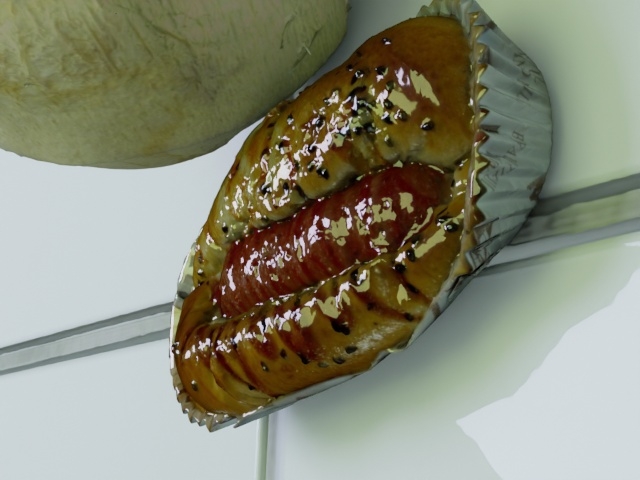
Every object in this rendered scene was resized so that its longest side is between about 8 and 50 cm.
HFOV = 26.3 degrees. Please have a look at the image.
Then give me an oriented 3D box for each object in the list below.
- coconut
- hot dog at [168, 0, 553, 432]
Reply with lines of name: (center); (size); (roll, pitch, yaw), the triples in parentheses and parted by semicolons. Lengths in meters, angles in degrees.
coconut: (-0.078, -0.123, 0.475); (0.194, 0.194, 0.194); (-24, 61, 53)
hot dog: (0.000, 0.000, 0.443); (0.192, 0.053, 0.099); (-37, 47, 45)
